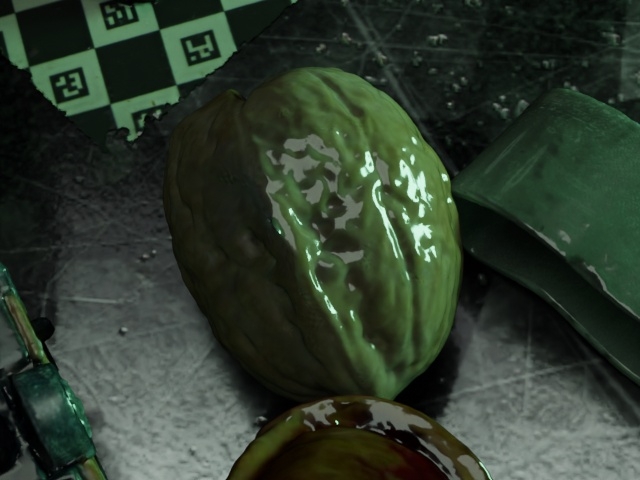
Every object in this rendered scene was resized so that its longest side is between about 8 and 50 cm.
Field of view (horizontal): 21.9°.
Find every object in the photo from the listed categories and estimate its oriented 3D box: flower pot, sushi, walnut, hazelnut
[{"bbox_3d":[0.196,0.006,1.045,0.229,0.103,0.108,39,72,21],"label":"flower pot"},{"bbox_3d":[-0.134,-0.237,1.218,0.290,0.050,0.264,-40,68,-15],"label":"sushi"},{"bbox_3d":[0.000,0.001,1.032,0.178,0.178,0.230,-18,75,-5],"label":"walnut"},{"bbox_3d":[0.012,0.181,0.934,0.170,0.160,0.202,23,62,-18],"label":"hazelnut"}]

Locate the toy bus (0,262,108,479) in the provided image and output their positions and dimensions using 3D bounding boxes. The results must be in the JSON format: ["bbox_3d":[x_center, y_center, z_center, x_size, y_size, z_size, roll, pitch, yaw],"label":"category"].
[{"bbox_3d":[-0.169,0.194,0.927,0.162,0.194,0.323,-27,68,-9],"label":"toy bus"}]
